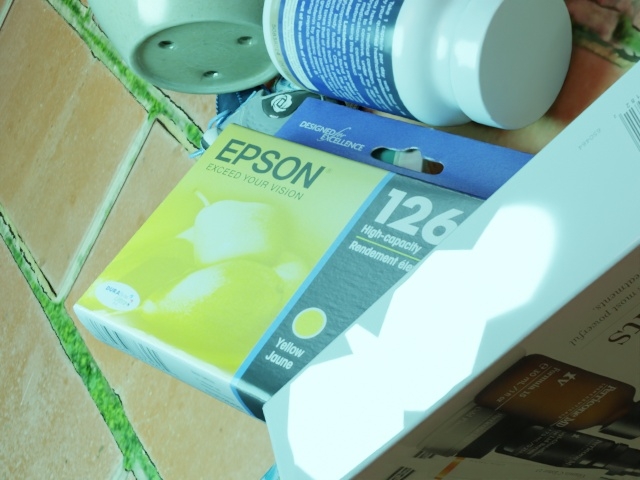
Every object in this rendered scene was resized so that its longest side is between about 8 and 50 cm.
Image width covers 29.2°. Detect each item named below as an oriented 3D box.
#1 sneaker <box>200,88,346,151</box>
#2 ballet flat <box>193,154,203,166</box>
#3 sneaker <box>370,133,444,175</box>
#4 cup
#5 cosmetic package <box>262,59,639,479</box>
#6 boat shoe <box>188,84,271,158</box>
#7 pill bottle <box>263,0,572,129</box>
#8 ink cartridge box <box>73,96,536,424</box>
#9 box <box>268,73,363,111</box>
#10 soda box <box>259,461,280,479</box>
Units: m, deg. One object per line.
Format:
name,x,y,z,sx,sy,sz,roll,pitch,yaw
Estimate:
sneaker,-0.001,-0.079,1.213,0.229,0.086,0.132,38,79,21
ballet flat,-0.149,-0.033,1.438,0.173,0.049,0.057,-59,-3,24
sneaker,0.038,0.039,1.068,0.121,0.108,0.302,-6,51,30
cup,-0.123,-0.295,1.299,0.331,0.331,0.236,-23,62,45
cosmetic package,0.191,0.063,0.756,0.377,0.284,0.097,-45,46,31
boat shoe,-0.085,-0.090,1.322,0.258,0.089,0.109,-111,29,-43
pill bottle,0.084,-0.186,1.103,0.265,0.153,0.153,22,93,45
ink cartridge box,0.000,0.000,0.997,0.304,0.072,0.307,19,65,39
box,-0.002,-0.160,1.319,0.094,0.027,0.137,-57,38,20
soda box,0.019,0.193,1.104,0.183,0.063,0.058,-51,41,25
